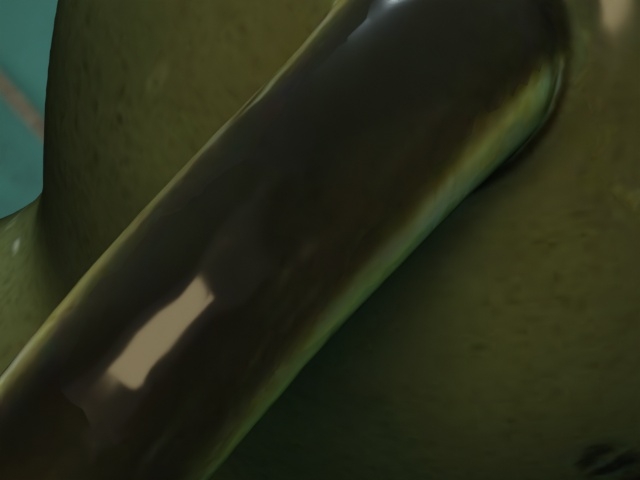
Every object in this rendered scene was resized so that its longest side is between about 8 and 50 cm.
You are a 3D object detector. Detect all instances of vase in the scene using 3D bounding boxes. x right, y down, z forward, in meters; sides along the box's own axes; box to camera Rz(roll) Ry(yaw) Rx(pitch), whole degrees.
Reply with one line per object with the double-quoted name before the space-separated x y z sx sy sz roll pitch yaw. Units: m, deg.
"vase" 0.000 0.000 0.477 0.241 0.329 0.302 47 121 2
